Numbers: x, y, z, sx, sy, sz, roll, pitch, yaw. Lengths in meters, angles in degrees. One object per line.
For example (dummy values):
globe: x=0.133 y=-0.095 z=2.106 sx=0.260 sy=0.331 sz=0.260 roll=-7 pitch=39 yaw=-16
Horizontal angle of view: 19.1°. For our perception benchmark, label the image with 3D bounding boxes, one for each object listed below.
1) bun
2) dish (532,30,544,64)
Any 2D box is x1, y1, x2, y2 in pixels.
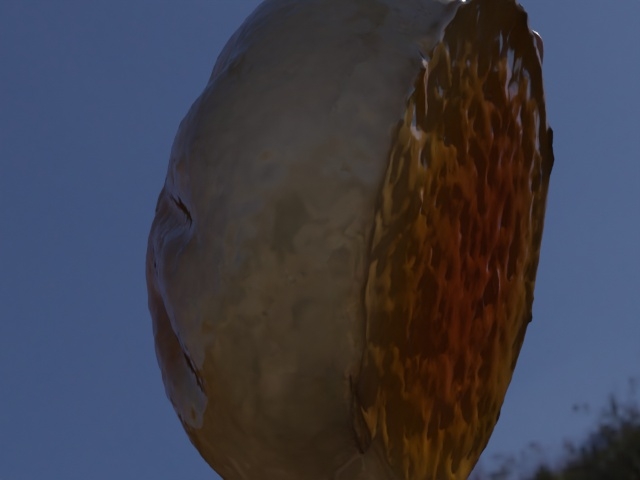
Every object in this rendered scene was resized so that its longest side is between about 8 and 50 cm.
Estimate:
bun: x=0.000 y=0.000 z=0.960 sx=0.164 sy=0.299 sz=0.299 roll=8 pitch=-24 yaw=24
dish: x=0.070 y=-0.125 z=1.468 sx=0.212 sy=0.151 sz=0.077 roll=24 pitch=-36 yaw=-27
